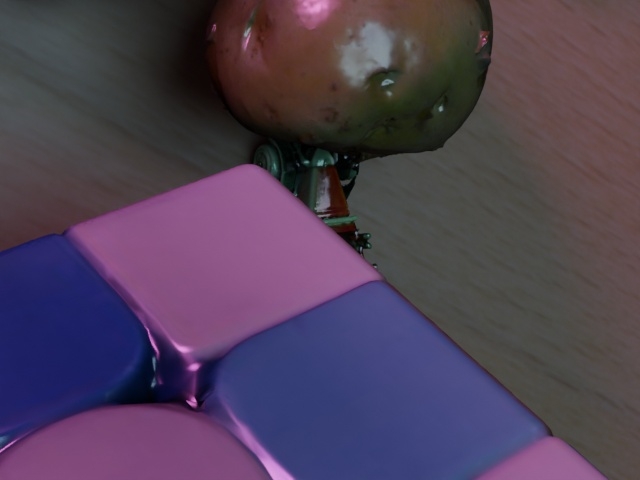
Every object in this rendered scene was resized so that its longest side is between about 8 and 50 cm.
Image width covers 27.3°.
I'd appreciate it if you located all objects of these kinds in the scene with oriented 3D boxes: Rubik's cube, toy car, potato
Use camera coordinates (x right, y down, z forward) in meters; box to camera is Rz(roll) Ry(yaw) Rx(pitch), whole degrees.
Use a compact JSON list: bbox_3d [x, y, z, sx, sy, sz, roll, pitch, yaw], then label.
[{"bbox_3d":[-0.079,0.226,0.584,0.347,0.346,0.344,-23,136,-31],"label":"Rubik's cube"},{"bbox_3d":[0.000,0.000,0.868,0.073,0.054,0.143,-6,92,-29],"label":"toy car"},{"bbox_3d":[0.023,-0.126,0.794,0.165,0.262,0.165,3,106,10],"label":"potato"}]
